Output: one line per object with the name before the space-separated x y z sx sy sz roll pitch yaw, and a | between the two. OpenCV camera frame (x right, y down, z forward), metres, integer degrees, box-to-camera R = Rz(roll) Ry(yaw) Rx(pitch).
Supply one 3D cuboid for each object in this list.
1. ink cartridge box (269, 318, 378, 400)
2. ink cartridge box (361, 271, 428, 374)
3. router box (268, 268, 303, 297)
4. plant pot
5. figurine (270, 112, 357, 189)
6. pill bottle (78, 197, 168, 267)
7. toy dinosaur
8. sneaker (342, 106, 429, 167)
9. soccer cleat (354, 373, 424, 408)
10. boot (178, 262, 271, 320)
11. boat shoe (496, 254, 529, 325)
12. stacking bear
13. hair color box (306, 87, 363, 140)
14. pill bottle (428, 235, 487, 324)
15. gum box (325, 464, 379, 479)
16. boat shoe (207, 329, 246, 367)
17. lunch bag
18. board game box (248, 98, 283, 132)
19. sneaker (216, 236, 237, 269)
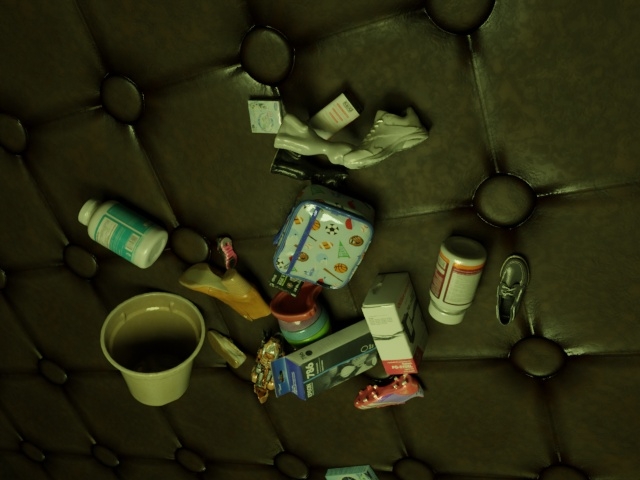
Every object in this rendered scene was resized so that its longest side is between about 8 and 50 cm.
ink cartridge box | 0.018 0.369 1.811 0.065 0.333 0.165 48 153 47
ink cartridge box | 0.218 0.233 1.722 0.100 0.172 0.237 -9 115 27
router box | -0.087 0.095 1.799 0.092 0.122 0.038 24 160 7
plant pot | -0.567 0.401 2.093 0.334 0.334 0.305 21 137 10
figurine | -0.012 -0.217 1.564 0.209 0.092 0.215 21 156 0
pill bottle | -0.635 -0.033 1.934 0.264 0.146 0.146 31 126 4
toy dinosaur | -0.169 0.408 1.963 0.164 0.218 0.322 39 127 -4
sneaker | 0.143 -0.252 1.466 0.115 0.232 0.090 65 162 -4
soccer cleat | 0.217 0.504 1.949 0.248 0.083 0.095 -32 108 32
boot | -0.309 0.177 1.960 0.295 0.104 0.211 0 137 40
boat shoe | 0.508 0.137 1.608 0.075 0.065 0.206 11 123 17
stacking bear | -0.027 0.283 1.871 0.164 0.175 0.289 -13 122 21
hair color box | 0.033 -0.316 1.545 0.141 0.043 0.072 -31 105 35
pill bottle | 0.360 0.109 1.618 0.121 0.121 0.221 16 125 13
gum box | 0.134 0.912 2.252 0.184 0.041 0.157 -19 110 32
boat shoe | -0.325 0.370 2.105 0.170 0.059 0.063 43 136 20
lunch bag | 0.000 0.000 1.670 0.243 0.115 0.303 19 130 -10
board game box | -0.146 -0.334 1.623 0.090 0.020 0.090 7 121 20
sneaker | -0.300 0.038 1.908 0.057 0.047 0.119 17 127 40
